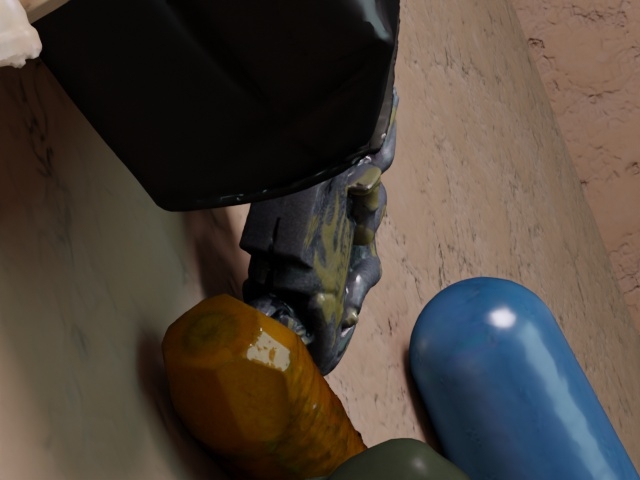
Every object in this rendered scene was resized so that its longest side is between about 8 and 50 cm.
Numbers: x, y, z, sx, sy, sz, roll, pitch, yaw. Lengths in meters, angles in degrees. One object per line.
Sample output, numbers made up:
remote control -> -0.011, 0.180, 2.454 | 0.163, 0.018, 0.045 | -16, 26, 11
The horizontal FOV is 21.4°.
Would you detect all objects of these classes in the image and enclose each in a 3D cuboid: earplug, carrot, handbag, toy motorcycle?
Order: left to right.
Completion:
handbag -> -0.063, -0.195, 0.689 | 0.342, 0.152, 0.288 | 55, 20, -11
toy motorcycle -> 0.000, 0.000, 0.868 | 0.124, 0.061, 0.193 | 48, 55, -64
carrot -> 0.009, 0.138, 0.824 | 0.314, 0.066, 0.066 | 60, 18, -44
earplug -> 0.149, 0.151, 1.172 | 0.273, 0.132, 0.132 | 64, 16, -11

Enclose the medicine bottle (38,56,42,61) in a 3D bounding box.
medicine bottle -> -0.089, -0.139, 0.828 | 0.201, 0.052, 0.171 | 27, 46, -67

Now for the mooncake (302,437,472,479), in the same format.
mooncake -> 0.011, 0.164, 0.684 | 0.104, 0.168, 0.175 | 47, -8, -19

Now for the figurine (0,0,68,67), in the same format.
figurine -> -0.168, -0.153, 0.440 | 0.182, 0.144, 0.257 | -39, 112, -52
